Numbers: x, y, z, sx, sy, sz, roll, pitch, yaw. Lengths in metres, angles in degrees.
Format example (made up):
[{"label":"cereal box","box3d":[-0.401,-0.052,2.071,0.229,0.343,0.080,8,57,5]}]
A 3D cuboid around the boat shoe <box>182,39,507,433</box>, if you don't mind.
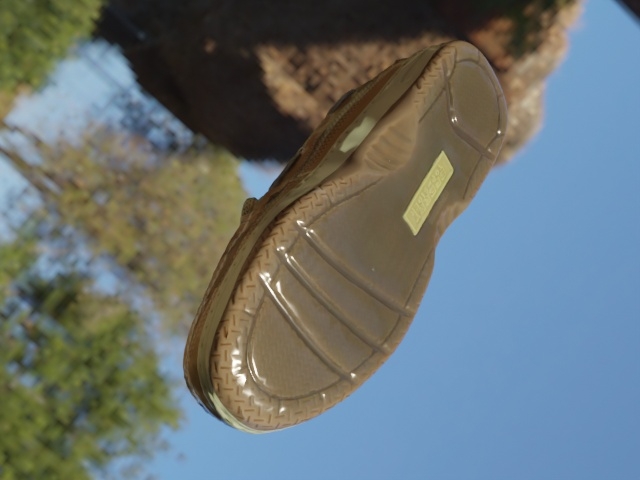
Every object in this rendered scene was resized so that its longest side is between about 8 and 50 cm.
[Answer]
[{"label":"boat shoe","box3d":[0.000,0.000,0.605,0.072,0.068,0.190,-7,-150,40]}]
